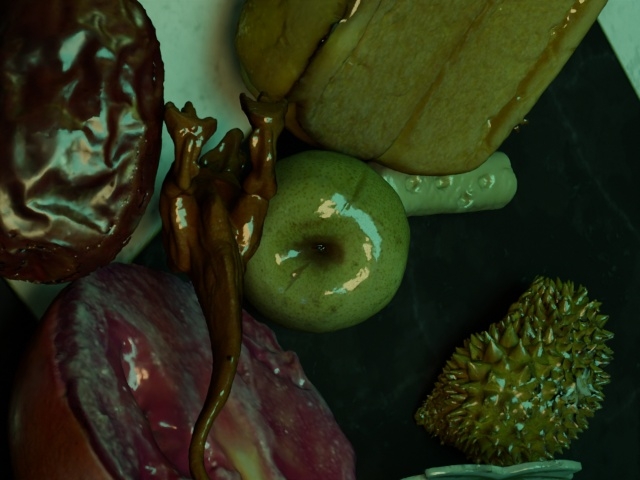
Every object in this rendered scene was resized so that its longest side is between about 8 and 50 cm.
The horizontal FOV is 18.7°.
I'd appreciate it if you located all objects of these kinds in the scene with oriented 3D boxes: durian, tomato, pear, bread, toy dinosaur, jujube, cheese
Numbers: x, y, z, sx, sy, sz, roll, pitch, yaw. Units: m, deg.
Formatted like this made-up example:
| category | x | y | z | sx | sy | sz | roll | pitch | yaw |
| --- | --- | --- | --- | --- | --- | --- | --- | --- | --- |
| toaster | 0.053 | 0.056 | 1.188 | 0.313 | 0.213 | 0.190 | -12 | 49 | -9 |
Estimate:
| category | x | y | z | sx | sy | sz | roll | pitch | yaw |
| --- | --- | --- | --- | --- | --- | --- | --- | --- | --- |
| durian | 0.229 | 0.143 | 1.970 | 0.250 | 0.138 | 0.183 | -42 | 107 | -41 |
| tomato | -0.128 | 0.178 | 1.612 | 0.335 | 0.176 | 0.289 | 12 | 47 | -47 |
| pear | 0.000 | 0.000 | 1.737 | 0.136 | 0.167 | 0.167 | -58 | 136 | -74 |
| bread | 0.101 | -0.230 | 1.787 | 0.328 | 0.148 | 0.337 | 13 | 118 | -47 |
| toy dinosaur | -0.088 | -0.011 | 1.556 | 0.432 | 0.097 | 0.208 | -85 | -176 | -57 |
| jujube | -0.217 | -0.088 | 1.545 | 0.183 | 0.183 | 0.243 | 23 | 66 | -40 |
| cheese | 0.118 | -0.057 | 1.930 | 0.194 | 0.043 | 0.064 | -7 | 89 | -40 |

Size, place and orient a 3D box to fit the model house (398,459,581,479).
| category | x | y | z | sx | sy | sz | roll | pitch | yaw |
| --- | --- | --- | --- | --- | --- | --- | --- | --- | --- |
| model house | 0.207 | 0.352 | 1.756 | 0.340 | 0.324 | 0.300 | 15 | 57 | -46 |
